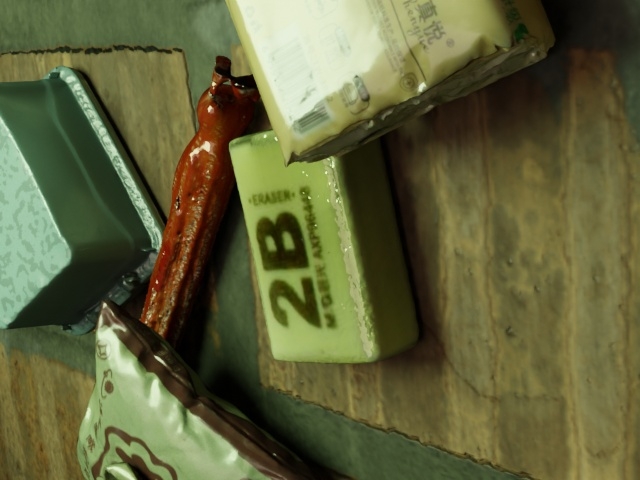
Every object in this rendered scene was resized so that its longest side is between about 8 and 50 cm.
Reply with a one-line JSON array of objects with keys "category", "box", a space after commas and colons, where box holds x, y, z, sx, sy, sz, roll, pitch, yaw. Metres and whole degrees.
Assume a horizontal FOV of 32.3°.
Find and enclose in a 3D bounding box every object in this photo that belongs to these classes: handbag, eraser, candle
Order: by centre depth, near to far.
[{"category": "eraser", "box": [0.000, 0.000, 0.791, 0.117, 0.058, 0.172, -5, 99, 48]}, {"category": "candle", "box": [-0.110, -0.007, 0.919, 0.051, 0.048, 0.329, -90, 17, -52]}, {"category": "handbag", "box": [-0.119, 0.188, 0.939, 0.235, 0.127, 0.213, 39, 131, 16]}]

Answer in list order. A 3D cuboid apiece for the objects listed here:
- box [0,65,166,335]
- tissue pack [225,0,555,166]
[{"category": "box", "box": [-0.251, -0.034, 1.001, 0.162, 0.130, 0.227, -40, 72, 31]}, {"category": "tissue pack", "box": [0.019, -0.177, 0.663, 0.186, 0.090, 0.222, -26, 81, 32]}]
